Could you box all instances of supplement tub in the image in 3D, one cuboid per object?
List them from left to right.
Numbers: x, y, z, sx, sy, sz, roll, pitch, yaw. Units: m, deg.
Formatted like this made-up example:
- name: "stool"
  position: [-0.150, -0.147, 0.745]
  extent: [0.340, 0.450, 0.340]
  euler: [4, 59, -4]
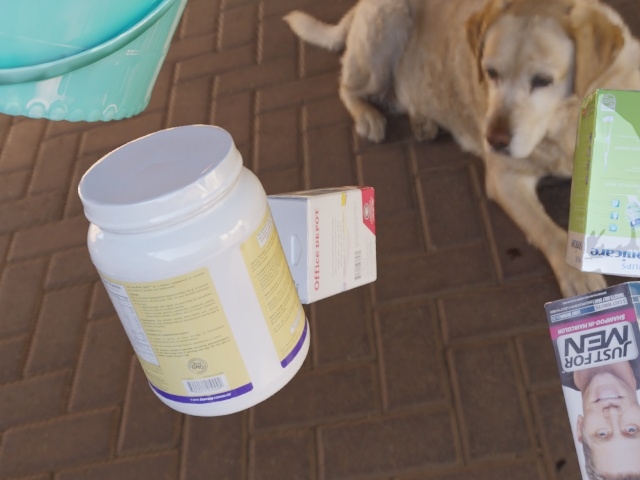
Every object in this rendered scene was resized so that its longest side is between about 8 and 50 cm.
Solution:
- name: "supplement tub"
  position: [-0.164, 0.040, 1.231]
  extent: [0.241, 0.331, 0.241]
  euler: [-12, 30, 7]

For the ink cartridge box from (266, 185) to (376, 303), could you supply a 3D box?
- name: "ink cartridge box"
  position: [0.000, 0.000, 2.035]
  extent: [0.131, 0.226, 0.306]
  euler: [4, 8, 32]

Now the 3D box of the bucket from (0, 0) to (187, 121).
- name: "bucket"
  position: [-0.191, -0.194, 0.523]
  extent: [0.281, 0.183, 0.281]
  euler: [17, 18, -6]

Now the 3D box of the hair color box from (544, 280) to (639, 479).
- name: "hair color box"
  position: [0.519, 0.257, 1.591]
  extent: [0.173, 0.105, 0.347]
  euler: [-22, 73, 44]

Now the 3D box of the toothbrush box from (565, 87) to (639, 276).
- name: "toothbrush box"
  position: [0.475, -0.090, 1.486]
  extent: [0.122, 0.283, 0.206]
  euler: [6, 2, 8]
